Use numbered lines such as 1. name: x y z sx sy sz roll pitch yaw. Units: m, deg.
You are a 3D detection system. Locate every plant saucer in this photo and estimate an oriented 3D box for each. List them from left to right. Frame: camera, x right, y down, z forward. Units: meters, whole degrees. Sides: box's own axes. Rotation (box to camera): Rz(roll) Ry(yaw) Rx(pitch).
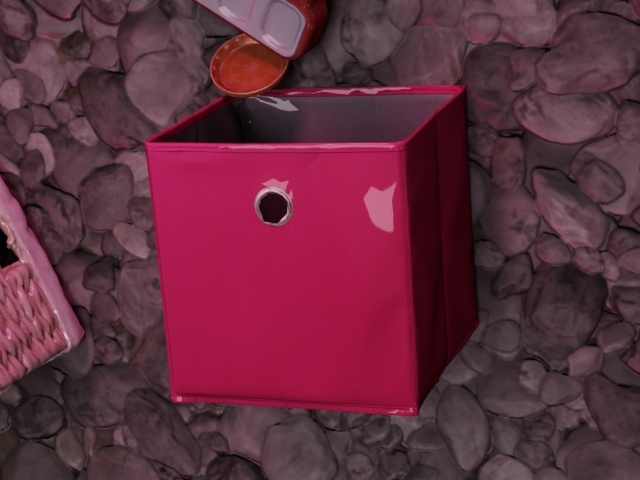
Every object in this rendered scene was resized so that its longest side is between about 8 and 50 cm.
1. plant saucer: -0.071 -0.179 1.543 0.083 0.084 0.013 5 149 18

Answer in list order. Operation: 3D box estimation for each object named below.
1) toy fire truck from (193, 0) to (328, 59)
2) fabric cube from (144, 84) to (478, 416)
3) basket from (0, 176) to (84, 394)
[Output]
1. toy fire truck: -0.106 -0.339 1.466 0.302 0.169 0.254 32 133 9
2. fabric cube: 0.000 0.000 1.467 0.254 0.259 0.258 2 107 18
3. basket: -0.511 0.068 1.673 0.331 0.266 0.328 -24 98 26
